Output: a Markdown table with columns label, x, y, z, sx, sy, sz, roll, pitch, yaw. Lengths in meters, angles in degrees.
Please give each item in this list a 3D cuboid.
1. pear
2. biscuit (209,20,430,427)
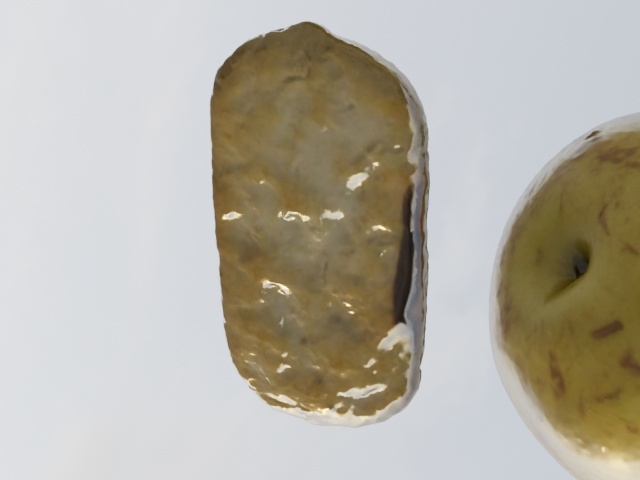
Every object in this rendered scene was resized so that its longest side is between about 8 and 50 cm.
| label | x | y | z | sx | sy | sz | roll | pitch | yaw |
| --- | --- | --- | --- | --- | --- | --- | --- | --- | --- |
| pear | 0.251 | 0.052 | 0.999 | 0.280 | 0.280 | 0.281 | -26 | -126 | 41 |
| biscuit | 0.000 | 0.000 | 0.477 | 0.071 | 0.147 | 0.018 | 8 | -148 | 17 |
